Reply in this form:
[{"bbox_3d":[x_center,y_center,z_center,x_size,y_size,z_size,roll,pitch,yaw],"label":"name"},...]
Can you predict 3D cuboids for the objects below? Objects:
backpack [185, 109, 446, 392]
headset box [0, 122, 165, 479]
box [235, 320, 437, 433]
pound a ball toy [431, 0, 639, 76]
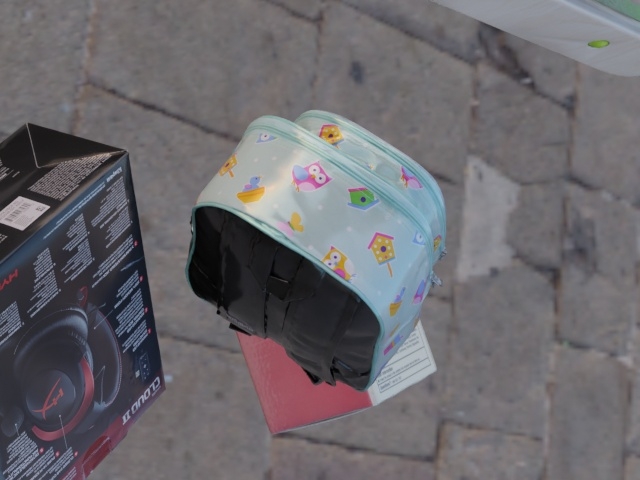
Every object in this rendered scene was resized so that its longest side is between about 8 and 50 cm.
[{"bbox_3d":[0.000,0.000,0.946,0.144,0.166,0.188,-53,169,-13],"label":"backpack"},{"bbox_3d":[-0.240,0.088,1.172,0.218,0.110,0.293,-48,145,-42],"label":"headset box"},{"bbox_3d":[-0.002,0.051,1.398,0.148,0.126,0.232,-17,87,-61],"label":"box"},{"bbox_3d":[0.110,-0.224,0.698,0.319,0.135,0.208,13,70,-45],"label":"pound a ball toy"}]
